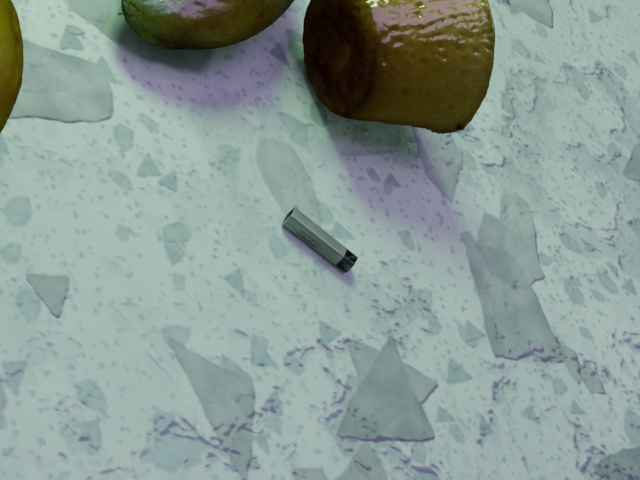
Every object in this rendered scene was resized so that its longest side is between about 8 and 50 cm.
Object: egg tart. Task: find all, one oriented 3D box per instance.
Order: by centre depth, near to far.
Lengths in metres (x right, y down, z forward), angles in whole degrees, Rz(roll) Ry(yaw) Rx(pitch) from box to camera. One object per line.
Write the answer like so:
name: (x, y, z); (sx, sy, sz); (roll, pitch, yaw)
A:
egg tart: (0.076, -0.205, 1.725); (0.147, 0.202, 0.203); (-11, 67, -31)

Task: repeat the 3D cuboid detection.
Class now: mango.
mango: (-0.102, -0.310, 1.674); (0.192, 0.146, 0.316); (32, 50, -6)

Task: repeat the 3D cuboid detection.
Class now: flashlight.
flashlight: (0.000, 0.000, 1.613); (0.083, 0.018, 0.018); (38, 40, -13)

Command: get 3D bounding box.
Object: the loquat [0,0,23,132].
loquat: (-0.341, -0.157, 1.273); (0.244, 0.244, 0.244); (23, 46, -27)
